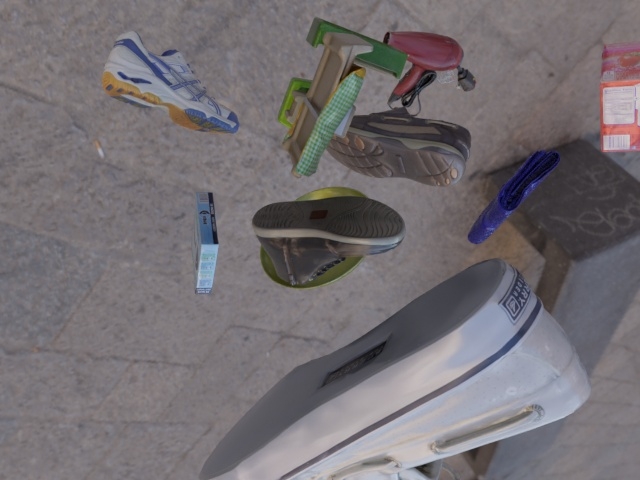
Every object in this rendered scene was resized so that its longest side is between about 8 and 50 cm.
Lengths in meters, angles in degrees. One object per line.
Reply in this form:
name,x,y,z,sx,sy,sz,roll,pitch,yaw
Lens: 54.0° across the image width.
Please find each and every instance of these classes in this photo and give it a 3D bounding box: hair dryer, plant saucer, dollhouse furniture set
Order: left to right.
plant saucer,0.000,0.000,1.191,0.241,0.241,0.037,-32,135,0
dollhouse furniture set,0.044,-0.207,0.959,0.151,0.301,0.198,17,111,-16
hair dryer,0.233,-0.393,1.483,0.223,0.080,0.293,-23,145,20

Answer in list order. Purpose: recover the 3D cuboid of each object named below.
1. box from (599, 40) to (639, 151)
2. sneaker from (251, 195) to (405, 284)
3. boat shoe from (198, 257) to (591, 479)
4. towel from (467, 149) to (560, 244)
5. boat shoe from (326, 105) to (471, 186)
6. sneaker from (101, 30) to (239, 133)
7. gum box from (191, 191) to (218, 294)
box,0.648,-0.259,1.087,0.300,0.142,0.154,1,134,27
sneaker,0.021,0.006,0.890,0.222,0.083,0.118,4,136,25
boat shoe,0.052,0.165,0.514,0.367,0.156,0.136,-38,-173,32
towel,0.511,-0.117,1.717,0.227,0.076,0.308,-43,169,-14
boat shoe,0.161,-0.214,1.365,0.130,0.355,0.132,-55,149,-27
sneaker,-0.270,-0.303,1.228,0.296,0.112,0.131,20,76,-45
gum box,-0.269,0.008,1.449,0.041,0.157,0.184,-1,141,-16
